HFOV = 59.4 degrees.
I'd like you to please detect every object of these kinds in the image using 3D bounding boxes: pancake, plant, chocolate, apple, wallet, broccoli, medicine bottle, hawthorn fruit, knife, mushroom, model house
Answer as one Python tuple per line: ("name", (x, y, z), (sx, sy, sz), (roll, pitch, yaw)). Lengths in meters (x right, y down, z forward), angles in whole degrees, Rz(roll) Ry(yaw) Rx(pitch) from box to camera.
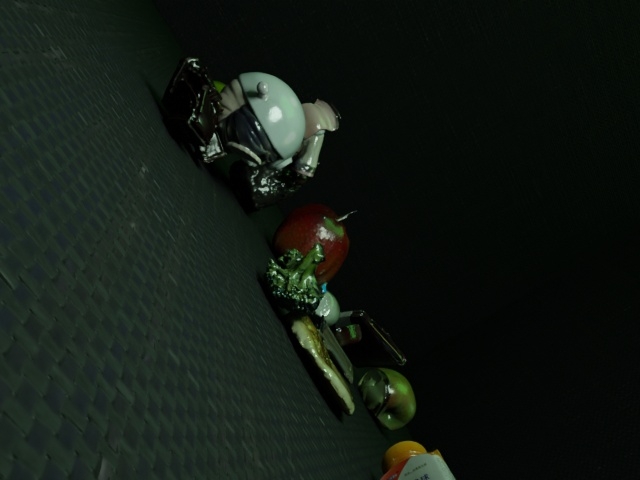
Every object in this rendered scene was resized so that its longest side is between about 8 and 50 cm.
("pancake", (0.001, 0.266, 1.243), (0.282, 0.049, 0.282), (61, -2, 4))
("plant", (-0.150, -0.196, 1.686), (0.178, 0.234, 0.204), (57, -17, 1))
("chocolate", (0.074, 0.321, 1.823), (0.148, 0.125, 0.080), (78, -1, -79))
("apple", (0.229, 0.534, 1.919), (0.188, 0.174, 0.207), (-112, -172, -68))
("wallet", (0.141, 0.346, 1.936), (0.221, 0.071, 0.262), (-14, -59, 49))
("broccoli", (-0.042, 0.078, 1.196), (0.154, 0.160, 0.167), (44, 14, 2))
("medicine bottle", (0.189, 0.486, 1.059), (0.112, 0.149, 0.222), (59, 0, -16))
("hawthorn fruit", (0.000, 0.000, 1.794), (0.254, 0.300, 0.254), (57, 3, -4))
("knife", (0.039, 0.330, 1.656), (0.365, 0.043, 0.089), (62, 32, -49))
("mushroom", (0.004, 0.213, 1.726), (0.118, 0.103, 0.270), (44, -7, 8))
("model house", (-0.256, -0.264, 1.220), (0.164, 0.141, 0.203), (49, -6, 23))

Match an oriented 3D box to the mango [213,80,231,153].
("mango", (-0.304, -0.371, 1.616), (0.343, 0.156, 0.192), (-125, -166, -54))

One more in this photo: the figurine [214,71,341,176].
("figurine", (-0.123, -0.311, 1.450), (0.253, 0.211, 0.361), (47, 24, 20))
